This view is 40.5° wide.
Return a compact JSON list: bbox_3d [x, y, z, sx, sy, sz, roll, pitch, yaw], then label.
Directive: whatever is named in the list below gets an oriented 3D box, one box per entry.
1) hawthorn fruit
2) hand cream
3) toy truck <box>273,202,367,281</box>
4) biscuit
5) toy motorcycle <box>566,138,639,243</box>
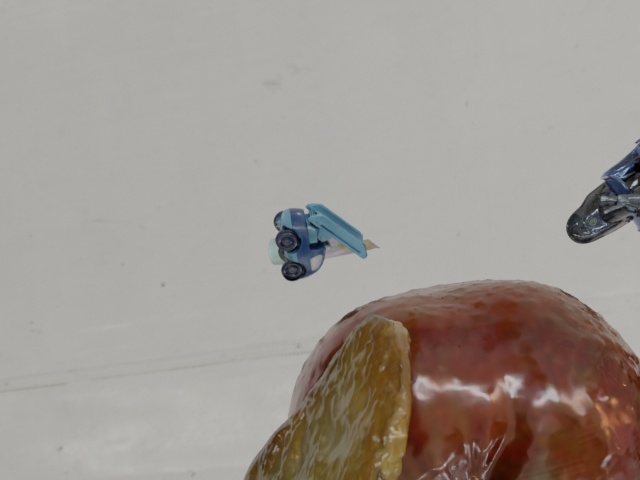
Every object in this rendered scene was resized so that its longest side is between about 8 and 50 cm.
[{"bbox_3d":[0.101,0.159,0.642,0.276,0.299,0.275,1,80,-3],"label":"hawthorn fruit"},{"bbox_3d":[0.004,0.012,1.408,0.174,0.076,0.047,-5,79,17],"label":"hand cream"},{"bbox_3d":[0.000,0.000,0.873,0.090,0.056,0.073,-8,121,-1],"label":"toy truck"},{"bbox_3d":[-0.008,0.139,0.494,0.029,0.118,0.247,19,134,-15],"label":"biscuit"},{"bbox_3d":[0.559,-0.111,1.406,0.359,0.212,0.125,-36,88,3],"label":"toy motorcycle"}]
